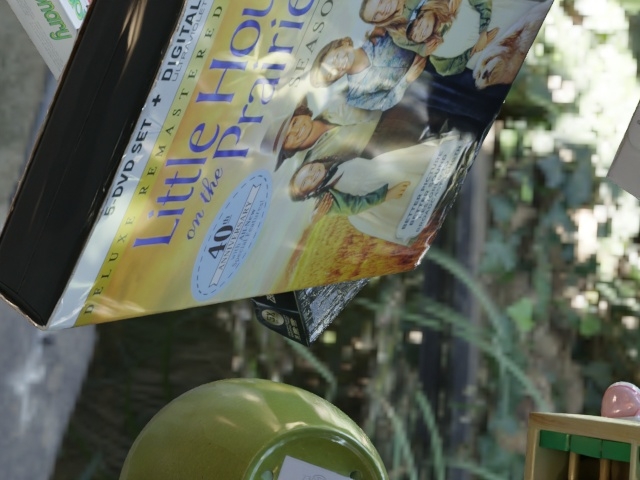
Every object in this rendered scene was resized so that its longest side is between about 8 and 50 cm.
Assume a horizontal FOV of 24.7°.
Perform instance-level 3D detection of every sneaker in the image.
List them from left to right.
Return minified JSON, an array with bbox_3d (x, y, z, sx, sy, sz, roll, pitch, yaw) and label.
[{"bbox_3d":[0.287,0.202,1.363,0.070,0.051,0.134,-5,88,-66],"label":"sneaker"}]

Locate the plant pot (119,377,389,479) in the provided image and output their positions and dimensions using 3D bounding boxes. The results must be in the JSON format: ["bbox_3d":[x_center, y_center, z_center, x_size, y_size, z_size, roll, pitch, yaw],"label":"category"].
[{"bbox_3d":[-0.040,0.256,1.404,0.293,0.275,0.274,146,-49,-72],"label":"plant pot"}]

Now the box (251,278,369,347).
[{"bbox_3d":[0.000,0.000,1.606,0.180,0.078,0.147,-47,146,-28],"label":"box"}]

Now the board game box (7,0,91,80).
[{"bbox_3d":[-0.250,-0.264,1.431,0.305,0.053,0.193,65,19,-55],"label":"board game box"}]

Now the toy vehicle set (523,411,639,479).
[{"bbox_3d":[0.162,0.162,0.597,0.267,0.035,0.165,173,-78,-67],"label":"toy vehicle set"}]

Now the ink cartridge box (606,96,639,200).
[{"bbox_3d":[0.381,-0.078,1.137,0.233,0.171,0.168,0,119,-40],"label":"ink cartridge box"}]

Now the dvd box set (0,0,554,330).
[{"bbox_3d":[0.004,-0.104,0.933,0.420,0.062,0.307,-6,126,-57],"label":"dvd box set"}]
